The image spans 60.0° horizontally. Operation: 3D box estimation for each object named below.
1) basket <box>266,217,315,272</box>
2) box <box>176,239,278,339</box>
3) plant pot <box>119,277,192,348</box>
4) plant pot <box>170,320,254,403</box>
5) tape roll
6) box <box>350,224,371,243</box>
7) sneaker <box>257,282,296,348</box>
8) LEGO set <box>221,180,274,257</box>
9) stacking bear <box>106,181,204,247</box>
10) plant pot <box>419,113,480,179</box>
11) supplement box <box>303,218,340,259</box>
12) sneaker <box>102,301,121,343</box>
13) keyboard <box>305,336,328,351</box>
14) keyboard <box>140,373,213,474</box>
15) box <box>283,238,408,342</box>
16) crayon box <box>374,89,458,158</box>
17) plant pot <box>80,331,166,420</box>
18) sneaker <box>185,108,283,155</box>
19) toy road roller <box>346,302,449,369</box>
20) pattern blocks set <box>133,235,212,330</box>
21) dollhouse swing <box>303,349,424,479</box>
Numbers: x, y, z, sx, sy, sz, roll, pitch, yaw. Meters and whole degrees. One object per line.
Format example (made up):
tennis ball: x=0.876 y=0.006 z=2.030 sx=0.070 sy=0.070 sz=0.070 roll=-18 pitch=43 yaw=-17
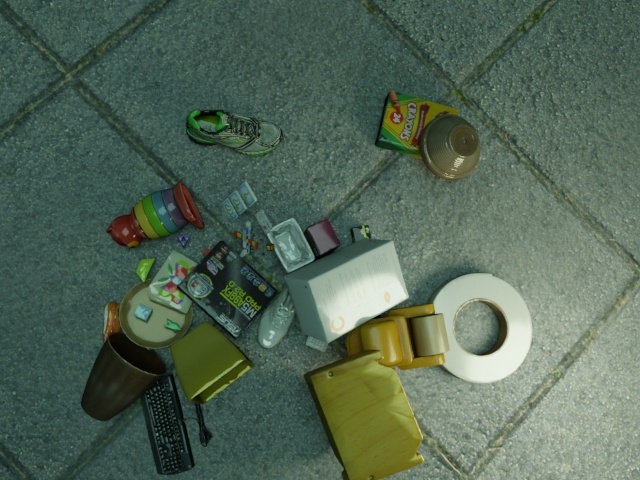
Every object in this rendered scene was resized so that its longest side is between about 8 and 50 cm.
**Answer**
basket: x=-0.106 y=0.022 z=1.929 sx=0.113 sy=0.103 sz=0.167 roll=-27 pitch=85 yaw=-9
box: x=-0.312 y=0.167 z=1.876 sx=0.270 sy=0.060 sz=0.216 roll=44 pitch=69 yaw=-6
plant pot: x=-0.552 y=0.246 z=1.865 sx=0.236 sy=0.032 sz=0.236 roll=4 pitch=74 yaw=-14
plant pot: x=-0.366 y=0.388 z=1.806 sx=0.212 sy=0.212 sz=0.187 roll=-36 pitch=73 yaw=-10
tape roll: x=0.562 y=0.310 z=1.983 sx=0.392 sy=0.072 sz=0.391 roll=1 pitch=83 yaw=-6
box: x=0.147 y=-0.009 z=1.988 sx=0.062 sy=0.052 sz=0.083 roll=-11 pitch=85 yaw=-9
sneaker: x=-0.126 y=0.231 z=1.884 sx=0.111 sy=0.129 sz=0.297 roll=29 pitch=81 yaw=-3
LEGO set: x=-0.253 y=-0.053 z=1.888 sx=0.060 sy=0.182 sz=0.244 roll=-27 pitch=86 yaw=-44
stacking bear: x=-0.568 y=-0.069 z=1.866 sx=0.289 sy=0.175 sz=0.164 roll=-25 pitch=77 yaw=-1
plant pot: x=0.482 y=-0.340 z=1.965 sx=0.237 sy=0.110 sz=0.237 roll=1 pitch=86 yaw=-18
supplement box: x=0.000 y=0.000 z=1.900 sx=0.081 sy=0.188 sz=0.104 roll=-26 pitch=86 yaw=-10
sneaker: x=-0.688 y=0.294 z=1.844 sx=0.068 sy=0.064 sz=0.175 roll=3 pitch=84 yaw=-16
keyboard: x=0.029 y=0.253 z=1.918 sx=0.072 sy=0.014 sz=0.256 roll=23 pitch=80 yaw=-5
keyboard: x=-0.476 y=0.604 z=1.841 sx=0.202 sy=0.033 sz=0.317 roll=-15 pitch=85 yaw=-9
box: x=0.088 y=0.154 z=1.826 sx=0.345 sy=0.168 sz=0.214 roll=-24 pitch=104 yaw=-28
crayon box: x=0.381 y=-0.413 z=2.058 sx=0.319 sy=0.081 sz=0.202 roll=14 pitch=80 yaw=-5
plant pot: x=-0.650 y=0.450 z=1.767 sx=0.215 sy=0.215 sz=0.230 roll=37 pitch=91 yaw=0
sneaker: x=-0.303 y=-0.382 z=1.941 sx=0.344 sy=0.146 sz=0.134 roll=4 pitch=82 yaw=-7
toy road roller: x=0.251 y=0.332 z=1.829 sx=0.330 sy=0.240 sz=0.202 roll=-11 pitch=83 yaw=12
pattern blocks set: x=-0.481 y=0.139 z=1.877 sx=0.286 sy=0.026 sz=0.324 roll=16 pitch=74 yaw=-9
dollhouse swing: x=0.125 y=0.536 z=1.753 sx=0.315 sy=0.305 sz=0.346 roll=-22 pitch=85 yaw=4
